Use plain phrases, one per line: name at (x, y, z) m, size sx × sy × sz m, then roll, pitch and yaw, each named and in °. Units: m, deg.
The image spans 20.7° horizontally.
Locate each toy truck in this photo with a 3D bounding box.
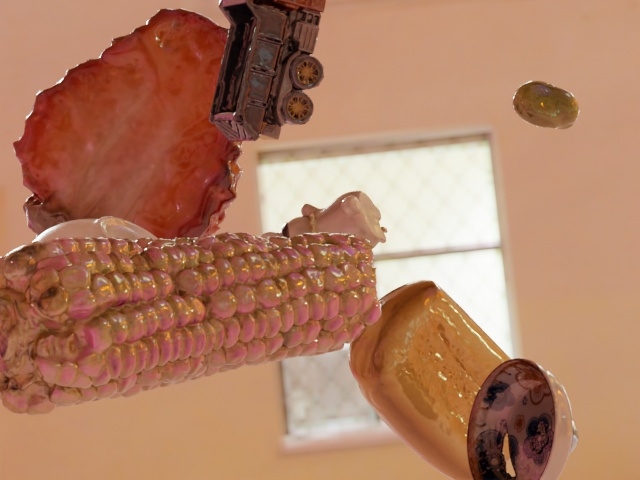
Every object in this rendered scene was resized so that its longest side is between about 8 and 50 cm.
toy truck at (-0.047, -0.185, 1.649) m, size 0.092 × 0.192 × 0.083 m, roll 14°, pitch -2°, yaw -22°

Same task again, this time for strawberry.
strawberry at (-0.205, -0.109, 2.099) m, size 0.265 × 0.336 × 0.149 m, roll 29°, pitch -7°, yaw 11°

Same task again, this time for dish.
dish at (0.209, 0.186, 1.665) m, size 0.078 × 0.141 × 0.141 m, roll 12°, pitch -13°, yaw -29°

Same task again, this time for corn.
corn at (-0.100, 0.050, 1.315) m, size 0.335 × 0.127 × 0.126 m, roll -6°, pitch -3°, yaw -39°

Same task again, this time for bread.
bread at (0.118, 0.144, 1.788) m, size 0.147 × 0.217 × 0.098 m, roll -49°, pitch 25°, yaw -21°

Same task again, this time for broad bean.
broad bean at (0.265, -0.160, 2.077) m, size 0.083 × 0.063 × 0.045 m, roll 12°, pitch -31°, yaw -19°

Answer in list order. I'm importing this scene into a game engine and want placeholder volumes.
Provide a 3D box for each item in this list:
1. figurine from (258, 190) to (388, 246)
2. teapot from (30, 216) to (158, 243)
figurine at (0.002, 0.008, 2.047) m, size 0.146 × 0.098 × 0.081 m, roll -27°, pitch 33°, yaw 19°
teapot at (-0.163, 0.040, 1.453) m, size 0.226 × 0.092 × 0.145 m, roll 26°, pitch 20°, yaw -8°
